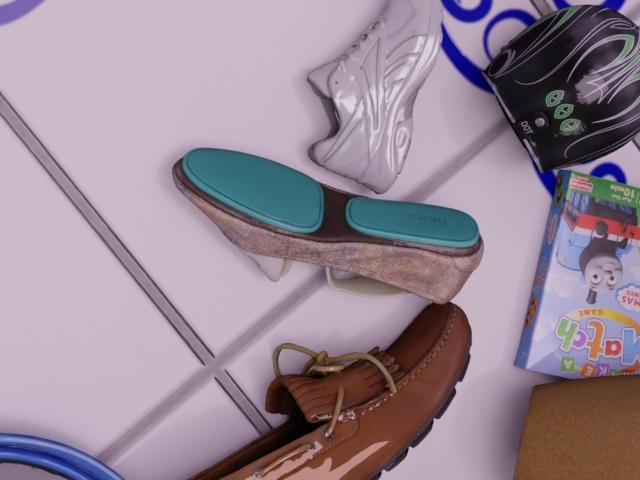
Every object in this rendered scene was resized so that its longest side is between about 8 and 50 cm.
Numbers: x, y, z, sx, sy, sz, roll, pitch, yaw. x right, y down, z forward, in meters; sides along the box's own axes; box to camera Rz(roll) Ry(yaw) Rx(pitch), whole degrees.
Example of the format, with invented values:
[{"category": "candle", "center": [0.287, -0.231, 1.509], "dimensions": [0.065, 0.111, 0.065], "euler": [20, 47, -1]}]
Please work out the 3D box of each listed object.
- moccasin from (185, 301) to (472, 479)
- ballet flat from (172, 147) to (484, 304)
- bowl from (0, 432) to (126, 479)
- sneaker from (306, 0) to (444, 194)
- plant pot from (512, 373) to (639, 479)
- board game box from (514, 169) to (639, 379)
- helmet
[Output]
[{"category": "moccasin", "center": [-0.005, 0.178, 1.720], "dimensions": [0.380, 0.139, 0.147], "euler": [-38, 98, -15]}, {"category": "ballet flat", "center": [0.000, 0.000, 1.732], "dimensions": [0.316, 0.107, 0.106], "euler": [16, 128, -2]}, {"category": "bowl", "center": [-0.317, 0.374, 1.687], "dimensions": [0.391, 0.077, 0.391], "euler": [-1, 93, -14]}, {"category": "sneaker", "center": [0.049, -0.169, 1.750], "dimensions": [0.115, 0.090, 0.232], "euler": [16, 88, -11]}, {"category": "plant pot", "center": [0.326, 0.231, 1.775], "dimensions": [0.254, 0.237, 0.237], "euler": [11, 90, 9]}, {"category": "board game box", "center": [0.303, 0.047, 1.847], "dimensions": [0.160, 0.039, 0.212], "euler": [13, 90, -15]}, {"category": "helmet", "center": [0.260, -0.158, 1.773], "dimensions": [0.161, 0.169, 0.169], "euler": [-30, 100, 6]}]
